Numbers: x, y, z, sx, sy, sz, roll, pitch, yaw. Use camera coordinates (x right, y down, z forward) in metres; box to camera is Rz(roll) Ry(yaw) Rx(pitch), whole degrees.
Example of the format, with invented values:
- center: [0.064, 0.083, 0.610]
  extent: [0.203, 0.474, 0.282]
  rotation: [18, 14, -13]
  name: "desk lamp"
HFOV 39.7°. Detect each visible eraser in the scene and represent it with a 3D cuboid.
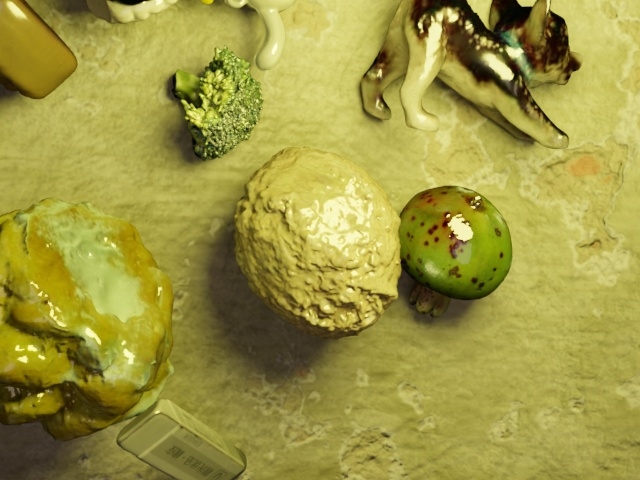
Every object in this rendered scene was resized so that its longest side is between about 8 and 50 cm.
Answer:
- center: [-0.212, 0.336, 1.418]
  extent: [0.089, 0.061, 0.352]
  rotation: [-39, 144, -1]
  name: "eraser"

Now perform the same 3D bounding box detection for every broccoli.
- center: [-0.171, -0.219, 1.406]
  extent: [0.160, 0.167, 0.155]
  rotation: [23, 62, 16]
  name: "broccoli"

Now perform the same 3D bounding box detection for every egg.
- center: [0.000, 0.000, 1.387]
  extent: [0.279, 0.279, 0.310]
  rotation: [-34, 81, 0]
  name: "egg"

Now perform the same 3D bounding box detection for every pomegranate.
- center: [0.211, 0.025, 1.470]
  extent: [0.202, 0.202, 0.248]
  rotation: [16, 125, -10]
  name: "pomegranate"

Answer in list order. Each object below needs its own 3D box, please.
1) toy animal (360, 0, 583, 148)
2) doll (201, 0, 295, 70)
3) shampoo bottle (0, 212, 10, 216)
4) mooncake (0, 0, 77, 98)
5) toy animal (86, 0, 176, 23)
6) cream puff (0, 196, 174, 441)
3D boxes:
- center: [0.262, -0.314, 1.402]
  extent: [0.344, 0.194, 0.303]
  rotation: [5, 105, -14]
  name: "toy animal"
- center: [-0.089, -0.428, 1.380]
  extent: [0.237, 0.111, 0.252]
  rotation: [-45, 102, -14]
  name: "doll"
- center: [-0.506, 0.002, 1.419]
  extent: [0.043, 0.072, 0.099]
  rotation: [22, 96, -16]
  name: "shampoo bottle"
- center: [-0.471, -0.311, 1.292]
  extent: [0.117, 0.235, 0.235]
  rotation: [-41, 102, 0]
  name: "mooncake"
- center: [-0.281, -0.438, 1.312]
  extent: [0.155, 0.204, 0.208]
  rotation: [-19, 117, -24]
  name: "toy animal"
- center: [-0.402, 0.132, 1.334]
  extent: [0.275, 0.378, 0.378]
  rotation: [-34, 104, 26]
  name: "cream puff"
